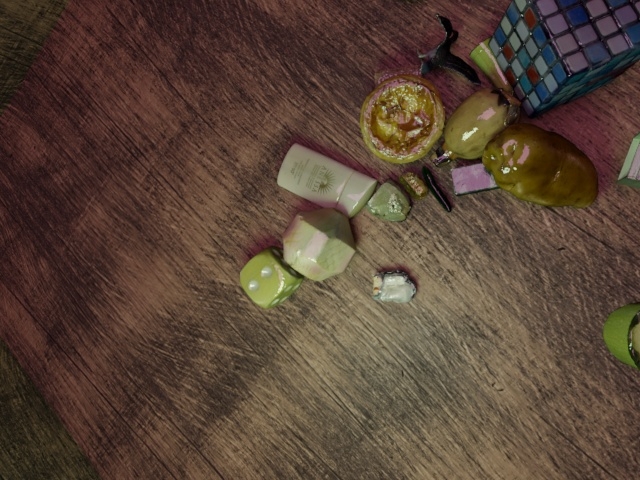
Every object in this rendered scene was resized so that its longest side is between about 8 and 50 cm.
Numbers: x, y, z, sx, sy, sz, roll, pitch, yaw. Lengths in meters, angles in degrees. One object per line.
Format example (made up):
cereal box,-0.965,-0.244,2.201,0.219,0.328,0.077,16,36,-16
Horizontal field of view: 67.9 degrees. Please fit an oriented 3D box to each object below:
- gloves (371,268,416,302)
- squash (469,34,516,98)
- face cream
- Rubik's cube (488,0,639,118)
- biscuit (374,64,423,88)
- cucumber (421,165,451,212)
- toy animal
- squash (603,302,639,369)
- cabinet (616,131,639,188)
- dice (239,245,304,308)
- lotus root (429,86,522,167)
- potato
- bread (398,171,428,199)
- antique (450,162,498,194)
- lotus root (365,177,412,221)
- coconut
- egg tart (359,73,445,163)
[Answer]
gloves,0.252,0.157,1.636,0.153,0.070,0.114,1,83,14
squash,0.564,-0.530,1.512,0.094,0.094,0.224,-28,86,18
face cream,0.019,-0.209,1.712,0.349,0.081,0.173,28,100,18
Rubik's cube,0.689,-0.561,1.316,0.292,0.287,0.293,-26,82,-1
biscuit,0.267,-0.553,1.626,0.169,0.070,0.082,0,98,17
cucumber,0.389,-0.171,1.603,0.036,0.033,0.184,-38,76,42
toy animal,0.390,-0.627,1.539,0.160,0.272,0.197,-18,44,24
squash,0.962,0.282,1.372,0.220,0.133,0.220,0,85,5
cabinet,0.975,-0.209,1.323,0.206,0.150,0.145,19,97,20
dice,-0.178,0.134,1.742,0.169,0.166,0.169,-45,76,15
lotus root,0.477,-0.342,1.491,0.310,0.183,0.182,-44,76,32
potato,0.657,-0.208,1.395,0.369,0.176,0.195,21,67,-11
bread,0.319,-0.187,1.614,0.066,0.060,0.110,-46,75,31
antique,0.519,-0.202,1.525,0.183,0.086,0.088,-9,88,20
lotus root,0.243,-0.130,1.635,0.144,0.070,0.143,33,102,17
coconut,0.000,0.000,1.640,0.259,0.259,0.259,0,90,20
egg tart,0.277,-0.403,1.595,0.291,0.115,0.290,3,101,16
